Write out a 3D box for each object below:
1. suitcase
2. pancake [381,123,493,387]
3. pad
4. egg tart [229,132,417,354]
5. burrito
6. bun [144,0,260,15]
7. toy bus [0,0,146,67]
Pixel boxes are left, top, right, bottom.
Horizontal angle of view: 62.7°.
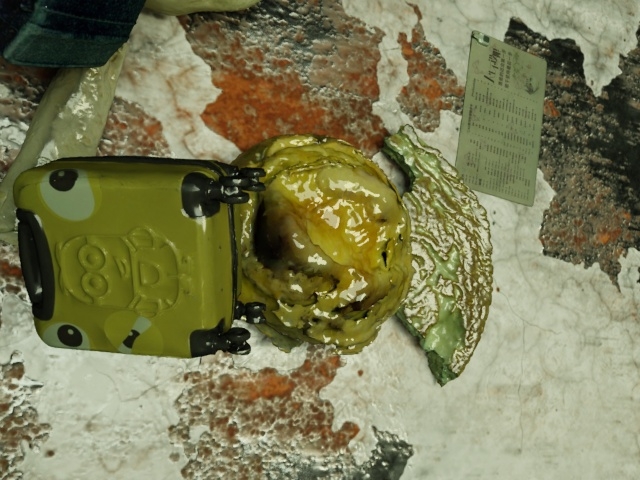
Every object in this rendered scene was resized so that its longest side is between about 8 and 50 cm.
[{"bbox_3d":[-0.176,0.009,0.543,0.234,0.143,0.194,3,106,7],"label":"suitcase"},{"bbox_3d":[0.147,0.023,0.750,0.197,0.054,0.377,-4,85,-14],"label":"pancake"},{"bbox_3d":[0.299,-0.198,0.853,0.159,0.009,0.265,13,80,-20],"label":"pad"},{"bbox_3d":[0.000,0.000,0.643,0.297,0.132,0.297,2,83,-16],"label":"egg tart"},{"bbox_3d":[-0.292,-0.121,0.594,0.082,0.059,0.275,20,78,-25],"label":"burrito"},{"bbox_3d":[-0.151,-0.392,0.622,0.259,0.160,0.259,3,83,-23],"label":"bun"},{"bbox_3d":[-0.320,-0.322,0.489,0.323,0.162,0.194,39,112,0],"label":"toy bus"}]
